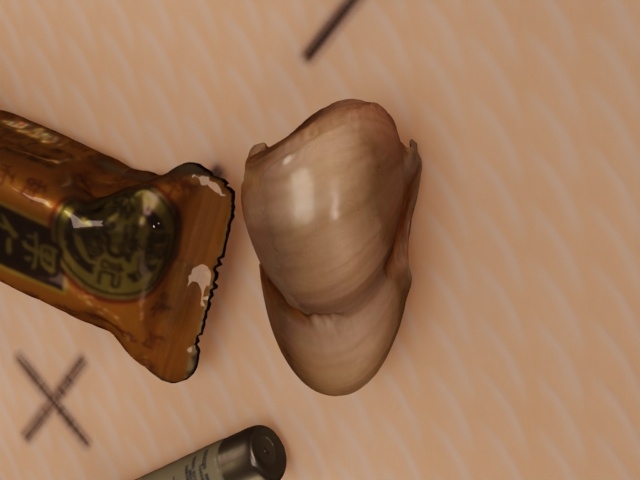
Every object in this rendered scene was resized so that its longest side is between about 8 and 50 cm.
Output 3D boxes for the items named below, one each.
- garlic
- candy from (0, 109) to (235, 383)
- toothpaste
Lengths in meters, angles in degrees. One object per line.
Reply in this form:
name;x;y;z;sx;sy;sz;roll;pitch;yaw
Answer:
garlic;0.008;0.004;0.476;0.099;0.124;0.174;-5;121;9
candy;-0.179;-0.022;0.563;0.271;0.101;0.143;26;113;13
toothpaste;-0.123;0.185;0.591;0.239;0.039;0.062;-31;79;25
